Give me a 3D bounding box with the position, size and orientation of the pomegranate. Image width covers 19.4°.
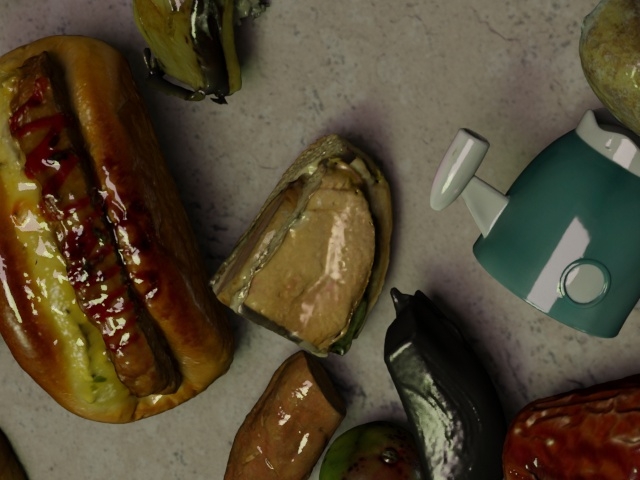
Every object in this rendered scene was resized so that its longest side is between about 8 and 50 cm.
[{"bbox_3d":[0.060,0.247,1.895,0.130,0.130,0.130,6,105,21],"label":"pomegranate"}]

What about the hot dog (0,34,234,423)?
[{"bbox_3d":[-0.231,0.003,1.860,0.185,0.223,0.405,-19,102,9],"label":"hot dog"}]

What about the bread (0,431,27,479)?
[{"bbox_3d":[-0.438,0.298,2.139,0.236,0.070,0.236,6,105,23],"label":"bread"}]

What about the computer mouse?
[{"bbox_3d":[0.133,0.163,1.830,0.088,0.147,0.264,-20,98,15],"label":"computer mouse"}]

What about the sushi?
[{"bbox_3d":[-0.127,-0.285,1.841,0.139,0.131,0.291,20,119,42],"label":"sushi"}]

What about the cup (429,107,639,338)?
[{"bbox_3d":[0.250,-0.025,1.725,0.300,0.167,0.173,25,105,-13],"label":"cup"}]

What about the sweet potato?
[{"bbox_3d":[-0.043,0.224,1.945,0.097,0.097,0.251,31,117,13],"label":"sweet potato"}]

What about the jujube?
[{"bbox_3d":[0.310,0.218,1.740,0.290,0.197,0.197,6,106,37],"label":"jujube"}]

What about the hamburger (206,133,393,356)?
[{"bbox_3d":[0.000,0.000,1.866,0.155,0.135,0.207,25,94,-22],"label":"hamburger"}]

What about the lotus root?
[{"bbox_3d":[0.377,-0.122,1.646,0.322,0.158,0.140,36,132,4],"label":"lotus root"}]
